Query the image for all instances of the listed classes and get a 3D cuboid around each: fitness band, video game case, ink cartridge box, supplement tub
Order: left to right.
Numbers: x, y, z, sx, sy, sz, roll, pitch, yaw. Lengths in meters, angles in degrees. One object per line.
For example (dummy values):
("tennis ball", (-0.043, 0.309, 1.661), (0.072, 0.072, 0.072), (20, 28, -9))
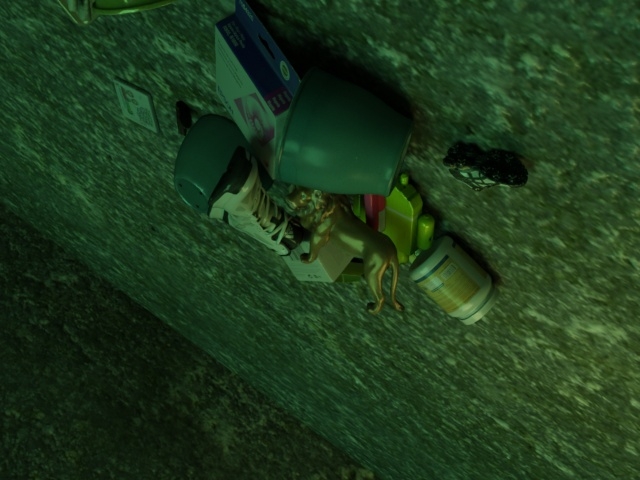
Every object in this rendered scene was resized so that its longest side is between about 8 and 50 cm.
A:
("video game case", (-0.573, -0.421, 2.427), (0.143, 0.019, 0.157), (28, 148, 21))
("ink cartridge box", (-0.158, -0.363, 1.847), (0.324, 0.072, 0.330), (57, 160, 26))
("fitness band", (0.068, -0.110, 1.968), (0.209, 0.054, 0.290), (27, 138, 34))
("supplement tub", (0.336, 0.101, 1.956), (0.200, 0.144, 0.144), (44, 151, -5))

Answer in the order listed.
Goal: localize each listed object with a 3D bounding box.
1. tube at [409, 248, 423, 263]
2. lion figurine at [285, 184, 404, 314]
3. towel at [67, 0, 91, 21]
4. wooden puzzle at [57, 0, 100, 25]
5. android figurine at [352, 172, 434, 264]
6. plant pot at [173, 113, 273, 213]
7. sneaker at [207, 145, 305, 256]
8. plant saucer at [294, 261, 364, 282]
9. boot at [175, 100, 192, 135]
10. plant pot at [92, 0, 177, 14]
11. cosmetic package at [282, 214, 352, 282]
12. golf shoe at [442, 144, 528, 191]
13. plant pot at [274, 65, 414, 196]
("tube", (0.265, 0.048, 2.059), (0.070, 0.062, 0.240), (-37, 98, 19))
("lion figurine", (0.078, -0.003, 1.908), (0.392, 0.142, 0.240), (31, 129, 9))
("towel", (-0.598, -0.704, 1.764), (0.312, 0.056, 0.324), (60, 157, 27))
("wooden puzzle", (-0.629, -0.749, 1.996), (0.348, 0.080, 0.322), (-13, 122, 50))
("android figurine", (0.178, -0.070, 1.967), (0.248, 0.056, 0.272), (28, 138, 32))
("plant pot", (-0.309, -0.190, 2.258), (0.290, 0.195, 0.290), (29, 149, 19))
("sneaker", (-0.137, -0.090, 1.963), (0.258, 0.169, 0.447), (28, 170, -5))
("plant saucer", (0.048, 0.091, 2.301), (0.188, 0.045, 0.188), (7, 168, -33))
("boot", (-0.402, -0.337, 2.294), (0.114, 0.037, 0.106), (106, 150, -55))
("plant pot", (-0.401, -0.659, 1.694), (0.276, 0.276, 0.253), (15, 131, 37))
("cosmetic package", (0.000, 0.000, 2.167), (0.151, 0.183, 0.151), (1, 132, 47))
("golf shoe", (0.362, -0.146, 1.678), (0.198, 0.077, 0.094), (26, 159, 37))
("plant pot", (0.065, -0.221, 1.742), (0.255, 0.271, 0.271), (19, 147, 7))
